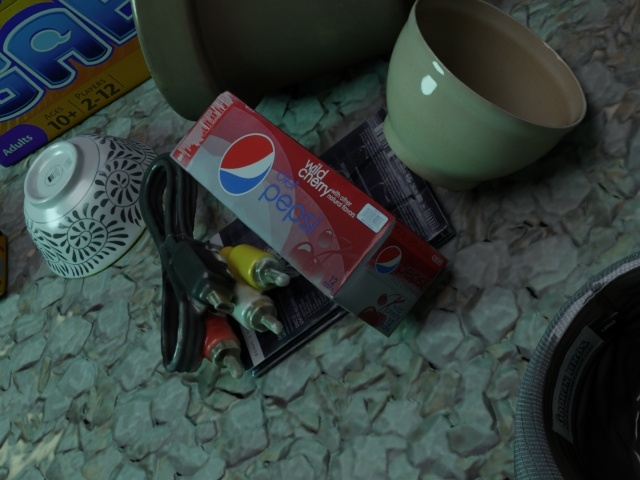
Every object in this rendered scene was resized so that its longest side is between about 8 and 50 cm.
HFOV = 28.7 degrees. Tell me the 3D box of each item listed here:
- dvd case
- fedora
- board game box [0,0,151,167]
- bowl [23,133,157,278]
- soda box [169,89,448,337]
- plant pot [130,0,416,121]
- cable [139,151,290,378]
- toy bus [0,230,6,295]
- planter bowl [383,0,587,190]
[{"bbox_3d":[0.000,0.000,1.121,0.221,0.018,0.164,-36,47,13],"label":"dvd case"},{"bbox_3d":[0.250,0.125,0.764,0.244,0.124,0.275,-46,36,1],"label":"fedora"},{"bbox_3d":[-0.347,-0.377,1.402,0.356,0.356,0.356,-28,48,20],"label":"board game box"},{"bbox_3d":[-0.256,-0.052,1.313,0.170,0.080,0.170,-19,53,28],"label":"bowl"},{"bbox_3d":[-0.015,-0.029,1.069,0.083,0.092,0.263,-52,47,3],"label":"soda box"},{"bbox_3d":[-0.026,-0.245,1.170,0.229,0.263,0.263,-1,60,16],"label":"plant pot"},{"bbox_3d":[-0.114,0.026,1.161,0.139,0.072,0.287,-61,30,14],"label":"cable"},{"bbox_3d":[-0.512,0.065,1.417,0.333,0.108,0.130,-28,50,20],"label":"toy bus"},{"bbox_3d":[0.118,-0.110,1.020,0.109,0.162,0.162,-55,36,36],"label":"planter bowl"}]
